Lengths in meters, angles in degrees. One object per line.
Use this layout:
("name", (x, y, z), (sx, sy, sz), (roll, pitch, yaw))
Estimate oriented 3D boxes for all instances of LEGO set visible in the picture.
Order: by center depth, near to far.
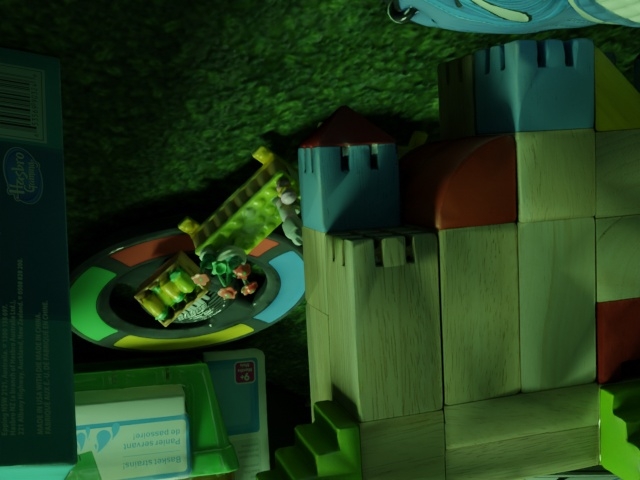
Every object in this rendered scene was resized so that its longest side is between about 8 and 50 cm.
("LEGO set", (0.000, 0.000, 0.601), (0.287, 0.107, 0.132), (-16, 134, -10))

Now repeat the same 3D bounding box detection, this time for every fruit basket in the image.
("fruit basket", (-0.200, 0.293, 0.808), (0.327, 0.353, 0.165), (-1, 171, -19))

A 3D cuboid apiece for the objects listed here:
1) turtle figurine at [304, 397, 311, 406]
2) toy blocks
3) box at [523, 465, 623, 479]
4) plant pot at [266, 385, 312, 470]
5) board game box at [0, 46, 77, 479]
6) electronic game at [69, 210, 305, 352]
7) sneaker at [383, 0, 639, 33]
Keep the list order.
("turtle figurine", (0.132, 0.189, 1.012), (0.198, 0.274, 0.266), (25, 113, -23))
("toy blocks", (0.138, -0.003, 0.495), (0.382, 0.260, 0.191), (-5, -173, -16))
("box", (0.315, 0.277, 1.179), (0.290, 0.169, 0.087), (14, 140, -38))
("plant pot", (-0.099, 0.285, 1.029), (0.187, 0.188, 0.167), (-20, 136, 12))
("board game box", (-0.239, 0.081, 0.533), (0.079, 0.253, 0.336), (5, 145, -28))
("electronic game", (-0.117, 0.045, 0.728), (0.229, 0.048, 0.229), (-10, 150, -6))
("sneaker", (0.060, -0.146, 0.355), (0.147, 0.129, 0.330), (-7, 175, 36))
